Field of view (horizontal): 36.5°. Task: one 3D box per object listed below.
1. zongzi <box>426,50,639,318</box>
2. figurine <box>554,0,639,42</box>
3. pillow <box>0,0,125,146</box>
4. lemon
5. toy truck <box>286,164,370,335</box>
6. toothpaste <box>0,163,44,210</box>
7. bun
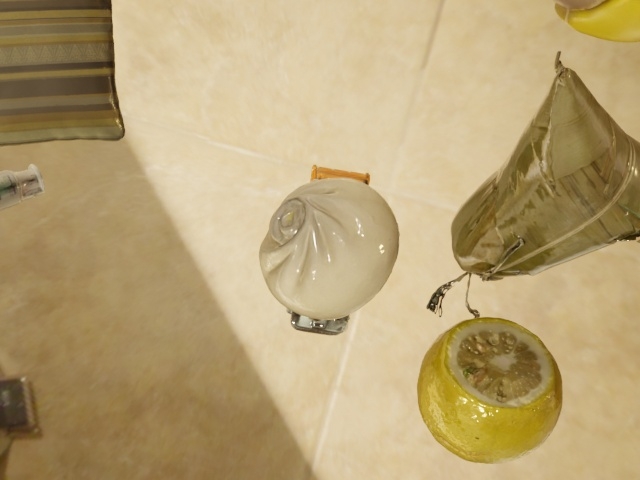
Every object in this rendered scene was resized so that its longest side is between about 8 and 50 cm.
[{"bbox_3d":[0.276,-0.071,1.489,0.447,0.418,0.181,-24,51,27],"label":"zongzi"},{"bbox_3d":[0.190,-0.294,0.763,0.344,0.187,0.215,23,63,-31],"label":"figurine"},{"bbox_3d":[-0.281,-0.182,0.832,0.208,0.052,0.212,-5,99,-11],"label":"pillow"},{"bbox_3d":[0.276,0.262,1.622,0.241,0.219,0.240,3,49,-4],"label":"lemon"},{"bbox_3d":[0.014,0.016,1.618,0.114,0.135,0.270,9,97,-1],"label":"toy truck"},{"bbox_3d":[-0.635,-0.058,1.660,0.323,0.066,0.100,-23,95,-33],"label":"toothpaste"},{"bbox_3d":[0.000,0.000,1.105,0.173,0.173,0.120,-50,127,1],"label":"bun"}]
